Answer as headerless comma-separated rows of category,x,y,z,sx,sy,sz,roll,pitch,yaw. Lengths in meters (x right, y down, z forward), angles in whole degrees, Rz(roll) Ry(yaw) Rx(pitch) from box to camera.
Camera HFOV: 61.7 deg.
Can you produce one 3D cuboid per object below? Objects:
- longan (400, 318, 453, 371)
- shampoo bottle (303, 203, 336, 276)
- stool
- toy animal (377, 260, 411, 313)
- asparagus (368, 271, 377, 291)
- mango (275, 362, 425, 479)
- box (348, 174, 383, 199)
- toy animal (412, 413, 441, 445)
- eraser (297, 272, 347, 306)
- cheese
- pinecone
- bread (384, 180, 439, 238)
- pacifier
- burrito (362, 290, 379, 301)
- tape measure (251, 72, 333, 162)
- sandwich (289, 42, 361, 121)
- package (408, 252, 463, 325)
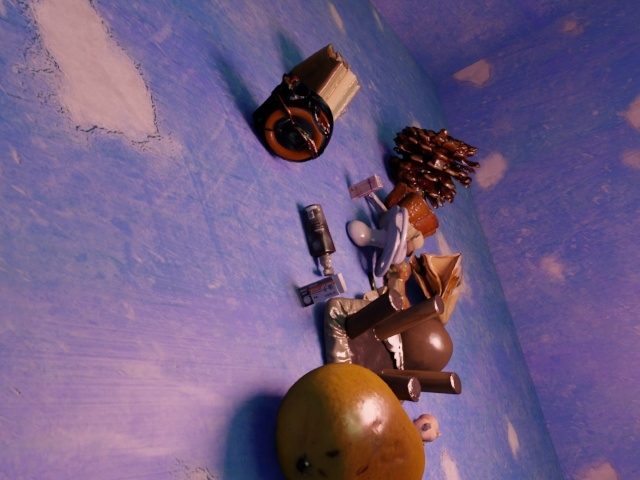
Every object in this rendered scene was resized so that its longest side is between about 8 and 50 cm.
longan,0.318,0.331,1.688,0.220,0.196,0.196,30,43,-67
shampoo bottle,-0.001,0.001,1.508,0.063,0.057,0.208,13,58,-58
stool,0.188,0.282,1.410,0.310,0.226,0.310,13,61,-49
toy animal,0.268,0.157,1.843,0.157,0.097,0.312,52,32,-39
asparagus,0.186,0.210,1.727,0.022,0.023,0.233,-4,66,-15
mango,0.082,0.428,1.135,0.445,0.220,0.301,36,53,-46
box,0.156,-0.185,1.870,0.036,0.117,0.051,-3,74,-57
toy animal,0.312,0.565,1.620,0.089,0.083,0.150,62,13,19
eraser,0.004,0.125,1.351,0.029,0.122,0.052,-21,88,-66
cheese,0.258,-0.069,1.960,0.082,0.163,0.286,-37,86,-22
pinecone,0.485,-0.319,2.340,0.398,0.397,0.398,41,37,-40
bread,0.348,-0.110,2.075,0.247,0.135,0.232,53,-1,-41
pacifier,0.187,-0.021,1.779,0.207,0.227,0.279,16,40,-5
burrito,0.183,0.287,1.623,0.082,0.059,0.275,-2,71,-54
tape measure,-0.070,-0.321,1.474,0.223,0.202,0.135,41,36,-16
sandwich,0.025,-0.502,1.789,0.155,0.198,0.227,28,46,-51
package,0.429,0.170,2.041,0.221,0.165,0.311,-63,153,-14
